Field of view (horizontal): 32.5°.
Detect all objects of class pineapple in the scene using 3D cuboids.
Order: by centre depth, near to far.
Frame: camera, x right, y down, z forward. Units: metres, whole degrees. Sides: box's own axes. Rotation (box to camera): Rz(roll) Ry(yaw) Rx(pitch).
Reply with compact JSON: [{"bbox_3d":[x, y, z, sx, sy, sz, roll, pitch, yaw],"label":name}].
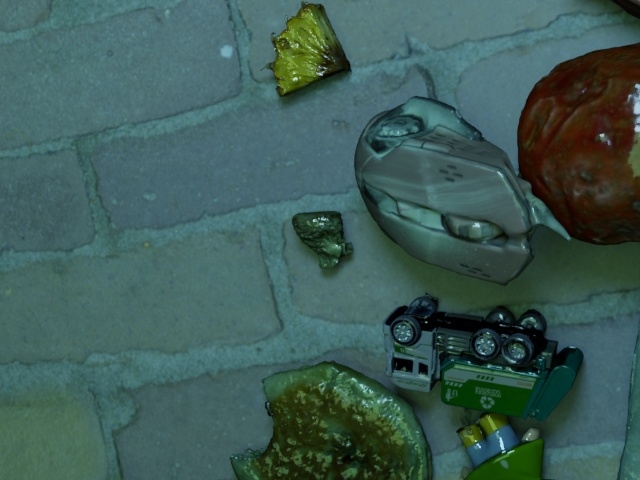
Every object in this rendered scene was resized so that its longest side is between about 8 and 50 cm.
[{"bbox_3d":[-0.012,-0.254,1.510,0.116,0.069,0.137,26,110,11],"label":"pineapple"}]

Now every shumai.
[{"bbox_3d":[0.000,0.000,1.511,0.083,0.082,0.080,2,95,41],"label":"shumai"}]

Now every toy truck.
[{"bbox_3d":[0.209,0.151,1.425,0.253,0.114,0.124,6,106,20],"label":"toy truck"}]

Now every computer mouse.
[{"bbox_3d":[0.148,-0.048,1.342,0.389,0.115,0.200,34,143,50],"label":"computer mouse"}]

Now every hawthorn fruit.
[{"bbox_3d":[0.358,-0.112,1.277,0.261,0.258,0.258,24,101,22],"label":"hawthorn fruit"}]

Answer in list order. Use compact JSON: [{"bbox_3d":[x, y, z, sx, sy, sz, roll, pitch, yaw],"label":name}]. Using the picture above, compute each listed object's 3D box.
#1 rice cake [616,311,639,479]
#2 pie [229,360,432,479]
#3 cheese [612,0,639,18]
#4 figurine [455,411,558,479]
[{"bbox_3d":[0.420,0.194,1.373,0.066,0.063,0.336,9,97,23],"label":"rice cake"},{"bbox_3d":[0.017,0.311,1.524,0.302,0.067,0.303,1,94,20],"label":"pie"},{"bbox_3d":[0.425,-0.353,1.314,0.203,0.128,0.177,33,101,19],"label":"cheese"},{"bbox_3d":[0.264,0.346,1.405,0.162,0.143,0.263,-35,70,21],"label":"figurine"}]
